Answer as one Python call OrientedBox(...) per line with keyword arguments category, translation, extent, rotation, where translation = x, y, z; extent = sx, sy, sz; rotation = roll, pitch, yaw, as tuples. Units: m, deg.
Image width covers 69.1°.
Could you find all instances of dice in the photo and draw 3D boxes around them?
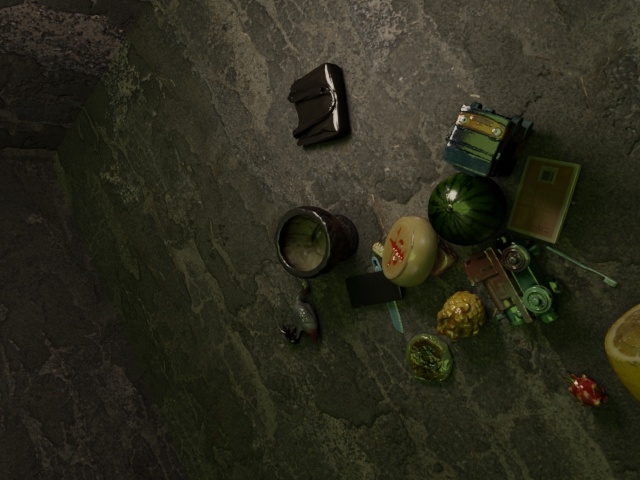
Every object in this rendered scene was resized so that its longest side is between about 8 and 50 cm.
OrientedBox(category="dice", translation=(0.412, 0.063, 1.617), extent=(0.093, 0.091, 0.094), rotation=(-46, 69, 28))

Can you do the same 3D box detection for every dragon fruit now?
OrientedBox(category="dragon fruit", translation=(0.801, 0.451, 1.407), extent=(0.116, 0.081, 0.086), rotation=(51, 129, 18))

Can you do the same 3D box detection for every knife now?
OrientedBox(category="knife", translation=(0.259, 0.207, 1.779), extent=(0.044, 0.019, 0.313), rotation=(-21, 85, 32))

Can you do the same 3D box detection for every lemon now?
OrientedBox(category="lemon", translation=(0.947, 0.315, 1.159), extent=(0.363, 0.364, 0.365), rotation=(4, 97, 33))

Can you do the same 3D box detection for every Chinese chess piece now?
OrientedBox(category="Chinese chess piece", translation=(0.304, 0.036, 1.605), extent=(0.251, 0.097, 0.251), rotation=(-166, 90, -74))

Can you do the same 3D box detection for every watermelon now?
OrientedBox(category="watermelon", translation=(0.463, -0.100, 1.478), extent=(0.242, 0.242, 0.243), rotation=(4, 97, 33))

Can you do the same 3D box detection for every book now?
OrientedBox(category="book", translation=(0.684, -0.129, 1.434), extent=(0.170, 0.018, 0.242), rotation=(28, 111, 50))

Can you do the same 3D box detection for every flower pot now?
OrientedBox(category="flower pot", translation=(0.000, 0.000, 1.778), extent=(0.266, 0.267, 0.267), rotation=(3, 95, 32))

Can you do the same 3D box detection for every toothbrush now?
OrientedBox(category="toothbrush", translation=(0.791, 0.075, 1.416), extent=(0.219, 0.016, 0.019), rotation=(35, 121, 25))

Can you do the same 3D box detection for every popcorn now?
OrientedBox(category="popcorn", translation=(0.467, 0.256, 1.559), extent=(0.179, 0.180, 0.170), rotation=(-21, 48, 33))

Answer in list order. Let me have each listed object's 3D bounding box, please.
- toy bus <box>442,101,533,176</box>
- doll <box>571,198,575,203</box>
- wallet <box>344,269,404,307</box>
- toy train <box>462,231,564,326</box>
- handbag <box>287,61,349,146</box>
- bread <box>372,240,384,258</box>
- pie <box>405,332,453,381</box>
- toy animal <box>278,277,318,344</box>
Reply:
OrientedBox(category="toy bus", translation=(0.503, -0.292, 1.388), extent=(0.161, 0.323, 0.194), rotation=(30, 113, 27))
OrientedBox(category="doll", translation=(0.727, -0.141, 1.424), extent=(0.057, 0.039, 0.114), rotation=(-44, 58, -2))
OrientedBox(category="wallet", translation=(0.204, 0.185, 1.788), extent=(0.244, 0.025, 0.125), rotation=(-18, 88, 41))
OrientedBox(category="toy train", translation=(0.612, 0.134, 1.473), extent=(0.221, 0.150, 0.305), rotation=(-35, 77, 41))
OrientedBox(category="handbag", translation=(-0.018, -0.527, 1.837), extent=(0.256, 0.113, 0.286), rotation=(-9, 90, 41))
OrientedBox(category="bread", translation=(0.235, 0.042, 1.766), extent=(0.088, 0.033, 0.049), rotation=(36, 98, 21))
OrientedBox(category="pie", translation=(0.393, 0.430, 1.694), extent=(0.186, 0.041, 0.187), rotation=(3, 96, 32))
OrientedBox(category="toy animal", translation=(-0.078, 0.304, 1.961), extent=(0.195, 0.090, 0.325), rotation=(18, 106, 31))
